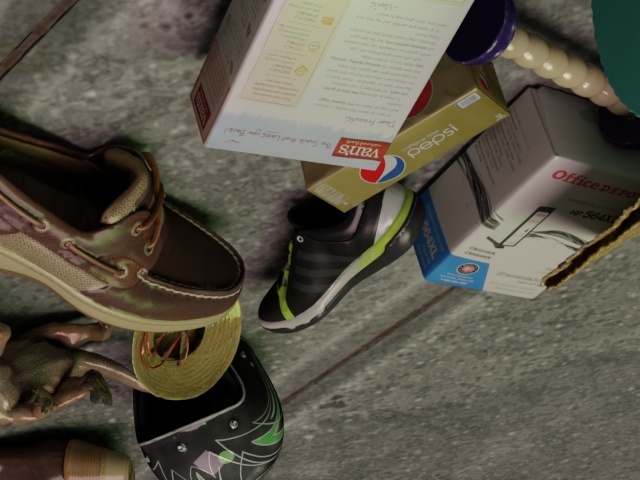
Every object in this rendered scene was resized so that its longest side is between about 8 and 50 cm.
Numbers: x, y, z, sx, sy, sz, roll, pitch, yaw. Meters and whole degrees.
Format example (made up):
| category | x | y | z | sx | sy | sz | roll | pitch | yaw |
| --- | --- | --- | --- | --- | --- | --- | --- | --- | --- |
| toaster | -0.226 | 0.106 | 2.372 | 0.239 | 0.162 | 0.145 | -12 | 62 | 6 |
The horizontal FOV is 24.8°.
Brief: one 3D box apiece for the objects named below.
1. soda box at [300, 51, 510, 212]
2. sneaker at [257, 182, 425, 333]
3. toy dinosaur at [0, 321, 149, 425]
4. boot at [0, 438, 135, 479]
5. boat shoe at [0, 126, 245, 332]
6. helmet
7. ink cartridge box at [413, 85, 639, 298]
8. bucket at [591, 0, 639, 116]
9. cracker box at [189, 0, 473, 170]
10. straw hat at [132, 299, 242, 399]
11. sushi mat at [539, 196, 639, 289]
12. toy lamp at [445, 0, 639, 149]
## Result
| category | x | y | z | sx | sy | sz | roll | pitch | yaw |
| --- | --- | --- | --- | --- | --- | --- | --- | --- | --- |
| soda box | 0.068 | -0.099 | 1.260 | 0.181 | 0.061 | 0.058 | -30 | 144 | 24 |
| sneaker | 0.000 | 0.000 | 1.399 | 0.097 | 0.084 | 0.235 | 35 | 127 | -20 |
| toy dinosaur | -0.314 | 0.140 | 1.455 | 0.296 | 0.127 | 0.200 | -4 | 161 | -44 |
| boot | -0.330 | 0.302 | 1.750 | 0.207 | 0.090 | 0.248 | 4 | 147 | -3 |
| boat shoe | -0.185 | -0.019 | 1.249 | 0.342 | 0.123 | 0.123 | 25 | 134 | -35 |
| helmet | -0.118 | 0.197 | 1.558 | 0.169 | 0.161 | 0.169 | -9 | 148 | -6 |
| ink cartridge box | 0.201 | -0.040 | 1.373 | 0.148 | 0.086 | 0.203 | 10 | 141 | -33 |
| bucket | 0.325 | -0.195 | 1.024 | 0.183 | 0.281 | 0.281 | 1 | 145 | -16 |
| cracker box | 0.014 | -0.164 | 1.106 | 0.156 | 0.067 | 0.232 | 7 | 133 | -28 |
| straw hat | -0.152 | 0.089 | 1.469 | 0.061 | 0.144 | 0.144 | 15 | 170 | 42 |
| sushi mat | 0.325 | -0.037 | 1.343 | 0.316 | 0.019 | 0.151 | -23 | 163 | -51 |
| toy lamp | 0.221 | -0.137 | 1.240 | 0.275 | 0.080 | 0.080 | 18 | 137 | -37 |
